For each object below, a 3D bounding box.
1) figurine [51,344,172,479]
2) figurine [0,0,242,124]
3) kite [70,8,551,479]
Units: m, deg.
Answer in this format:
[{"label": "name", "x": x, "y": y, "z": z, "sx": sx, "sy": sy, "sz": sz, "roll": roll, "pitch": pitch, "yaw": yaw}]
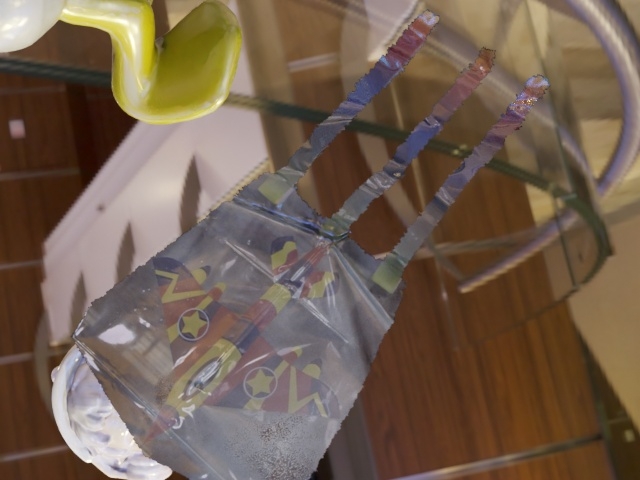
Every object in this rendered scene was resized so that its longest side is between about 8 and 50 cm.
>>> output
[{"label": "figurine", "x": -0.154, "y": 0.166, "z": 1.016, "sx": 0.236, "sy": 0.163, "sz": 0.141, "roll": 19, "pitch": -171, "yaw": -2}, {"label": "figurine", "x": -0.190, "y": -0.239, "z": 0.585, "sx": 0.338, "sy": 0.204, "sz": 0.284, "roll": 9, "pitch": 114, "yaw": -47}, {"label": "kite", "x": 0.000, "y": 0.001, "z": 0.475, "sx": 0.245, "sy": 0.141, "sz": 0.015, "roll": -49, "pitch": 157, "yaw": -7}]
